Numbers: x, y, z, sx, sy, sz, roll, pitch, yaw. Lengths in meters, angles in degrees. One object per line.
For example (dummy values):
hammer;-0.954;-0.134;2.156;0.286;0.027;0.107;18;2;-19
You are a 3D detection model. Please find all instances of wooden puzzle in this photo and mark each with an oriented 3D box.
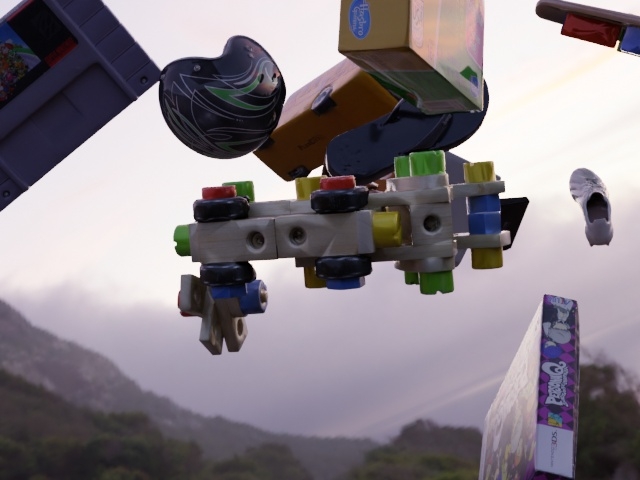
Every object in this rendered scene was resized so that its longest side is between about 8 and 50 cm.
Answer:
wooden puzzle;0.611;-0.365;1.892;0.322;0.081;0.347;7;11;-32

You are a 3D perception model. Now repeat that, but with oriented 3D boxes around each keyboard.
keyboard;0.366;-0.030;2.165;0.108;0.023;0.180;-9;-35;-12

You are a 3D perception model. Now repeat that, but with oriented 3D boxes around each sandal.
sandal;0.124;-0.149;1.341;0.254;0.097;0.054;-33;-21;-19

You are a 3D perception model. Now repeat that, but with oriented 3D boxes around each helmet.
helmet;-0.143;-0.196;1.459;0.161;0.169;0.169;-47;7;-39

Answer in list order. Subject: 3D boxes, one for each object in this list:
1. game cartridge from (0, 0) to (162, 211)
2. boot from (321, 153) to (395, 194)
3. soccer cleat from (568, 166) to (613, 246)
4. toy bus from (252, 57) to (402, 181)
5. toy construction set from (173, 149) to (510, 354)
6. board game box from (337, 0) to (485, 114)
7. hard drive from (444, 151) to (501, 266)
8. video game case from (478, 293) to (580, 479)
game cartridge;-0.454;-0.237;1.636;0.355;0.230;0.068;-39;29;2
boot;0.057;-0.099;1.592;0.073;0.197;0.152;-36;-49;23
soccer cleat;0.488;-0.074;1.846;0.068;0.196;0.076;-7;-46;6
toy bus;0.017;-0.211;1.725;0.332;0.108;0.130;-24;34;51
toy construction set;0.000;0.000;0.920;0.327;0.151;0.215;-19;0;16
board game box;0.095;-0.298;0.964;0.064;0.317;0.242;0;-5;23
hard drive;0.185;-0.090;1.993;0.307;0.203;0.040;22;8;-28
video game case;0.204;0.205;1.037;0.041;0.210;0.232;14;-43;1
